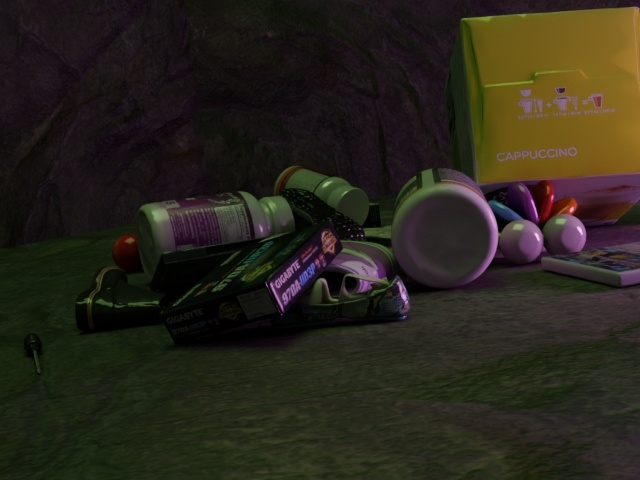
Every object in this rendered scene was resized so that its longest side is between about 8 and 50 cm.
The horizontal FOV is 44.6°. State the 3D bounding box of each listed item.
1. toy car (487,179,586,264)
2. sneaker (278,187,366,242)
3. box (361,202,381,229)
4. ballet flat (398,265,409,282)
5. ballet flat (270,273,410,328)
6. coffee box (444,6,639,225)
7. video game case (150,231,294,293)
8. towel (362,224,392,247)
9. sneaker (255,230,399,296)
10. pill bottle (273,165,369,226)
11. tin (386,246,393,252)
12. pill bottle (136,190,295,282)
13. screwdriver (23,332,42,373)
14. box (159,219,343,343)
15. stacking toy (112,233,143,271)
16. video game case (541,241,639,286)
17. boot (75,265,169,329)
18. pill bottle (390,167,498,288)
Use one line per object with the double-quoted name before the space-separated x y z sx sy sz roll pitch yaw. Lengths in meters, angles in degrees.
"toy car" 0.362 -0.037 1.354 0.182 0.136 0.159 -8 7 -7
"sneaker" 0.000 0.000 1.645 0.107 0.124 0.283 -5 30 -30
"box" -0.006 -0.036 1.978 0.290 0.087 0.169 -8 6 -12
"ballet flat" 0.090 0.051 1.311 0.052 0.057 0.168 21 -3 -27
"ballet flat" 0.023 0.076 1.030 0.188 0.070 0.070 -6 6 8
"coffee box" 0.443 -0.226 1.561 0.337 0.338 0.334 -3 -14 3
"video game case" -0.163 0.040 1.420 0.274 0.026 0.196 -10 -15 -22
"towel" 0.183 -0.007 1.694 0.187 0.049 0.282 -10 7 -25
"sneaker" -0.037 0.047 1.218 0.282 0.102 0.161 -3 11 33
"pill bottle" 0.002 -0.094 1.789 0.121 0.121 0.221 -12 23 -39
"tin" 0.150 0.031 1.439 0.189 0.040 0.106 -8 10 -15
"pill bottle" -0.212 -0.012 1.606 0.301 0.169 0.169 -10 7 -26
"screwdriver" -0.369 0.150 1.017 0.025 0.024 0.170 23 -2 -29
"box" -0.086 0.052 1.058 0.175 0.051 0.220 -17 14 29
"stacking toy" -0.334 0.003 1.814 0.330 0.141 0.141 -9 5 17
"video game case" 0.458 0.033 1.152 0.183 0.023 0.201 -8 7 -13
"boot" -0.297 0.093 1.249 0.137 0.077 0.198 -2 19 -1
"pill bottle" 0.197 -0.033 1.278 0.162 0.162 0.278 -6 12 8
